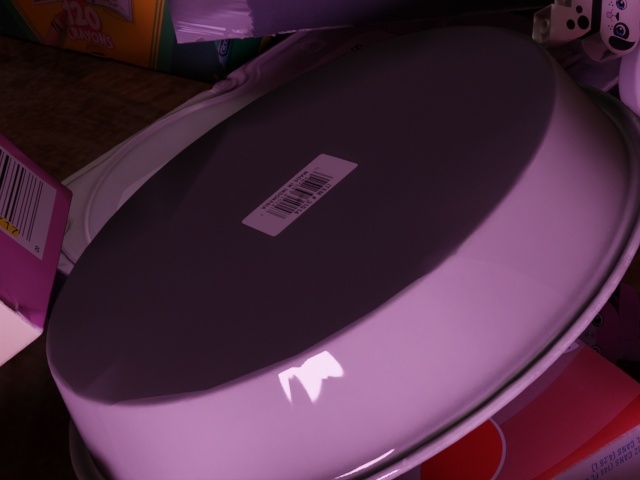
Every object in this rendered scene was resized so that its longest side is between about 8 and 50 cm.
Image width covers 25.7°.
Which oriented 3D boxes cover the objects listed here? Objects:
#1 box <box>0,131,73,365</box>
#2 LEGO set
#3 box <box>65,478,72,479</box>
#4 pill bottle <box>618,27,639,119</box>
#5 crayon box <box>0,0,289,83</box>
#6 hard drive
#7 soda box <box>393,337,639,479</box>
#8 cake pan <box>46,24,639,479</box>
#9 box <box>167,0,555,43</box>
[{"bbox_3d":[-0.283,0.009,0.671,0.243,0.213,0.117,-36,29,22],"label":"box"},{"bbox_3d":[0.136,-0.031,0.729,0.093,0.227,0.087,8,-9,-20],"label":"LEGO set"},{"bbox_3d":[-0.154,0.143,0.602,0.116,0.029,0.162,-23,0,-12],"label":"box"},{"bbox_3d":[0.249,-0.088,0.718,0.121,0.121,0.216,-27,11,-16],"label":"pill bottle"},{"bbox_3d":[-0.166,-0.229,1.065,0.278,0.165,0.081,17,46,37],"label":"crayon box"},{"bbox_3d":[0.006,-0.039,0.837,0.339,0.064,0.237,-36,41,-28],"label":"hard drive"},{"bbox_3d":[0.019,0.138,0.565,0.263,0.092,0.083,-28,37,-18],"label":"soda box"},{"bbox_3d":[0.000,0.000,0.616,0.293,0.054,0.293,-26,27,14],"label":"cake pan"},{"bbox_3d":[0.122,-0.233,0.937,0.318,0.097,0.395,-2,22,28],"label":"box"}]
